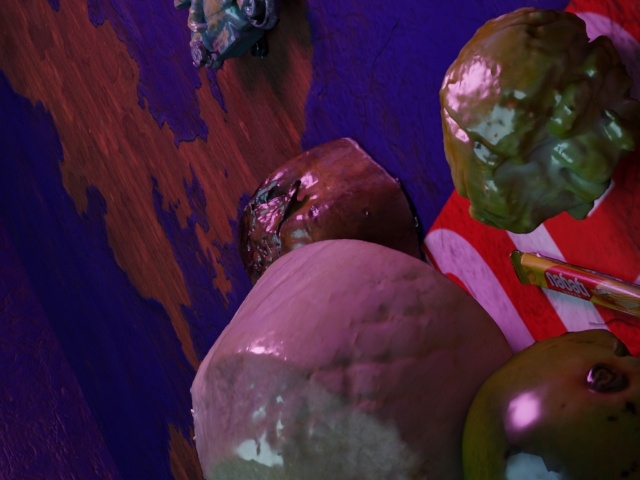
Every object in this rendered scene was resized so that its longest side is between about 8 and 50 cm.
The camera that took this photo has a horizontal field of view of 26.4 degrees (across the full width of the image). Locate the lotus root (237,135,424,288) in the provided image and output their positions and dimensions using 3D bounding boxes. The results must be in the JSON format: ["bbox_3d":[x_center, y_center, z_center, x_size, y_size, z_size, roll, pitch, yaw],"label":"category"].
[{"bbox_3d":[0.000,0.000,1.843,0.272,0.192,0.272,41,137,54],"label":"lotus root"}]

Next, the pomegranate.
[{"bbox_3d":[0.272,0.278,1.424,0.310,0.216,0.359,40,143,42],"label":"pomegranate"}]

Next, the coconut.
[{"bbox_3d":[0.052,0.194,1.623,0.344,0.415,0.415,11,121,31],"label":"coconut"}]

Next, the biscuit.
[{"bbox_3d":[0.297,0.052,1.435,0.292,0.026,0.048,19,144,60],"label":"biscuit"}]

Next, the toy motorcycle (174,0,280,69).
[{"bbox_3d":[-0.145,-0.354,1.955,0.296,0.109,0.198,-33,76,64],"label":"toy motorcycle"}]

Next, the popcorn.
[{"bbox_3d":[0.204,-0.118,1.323,0.221,0.183,0.204,100,173,-52],"label":"popcorn"}]
